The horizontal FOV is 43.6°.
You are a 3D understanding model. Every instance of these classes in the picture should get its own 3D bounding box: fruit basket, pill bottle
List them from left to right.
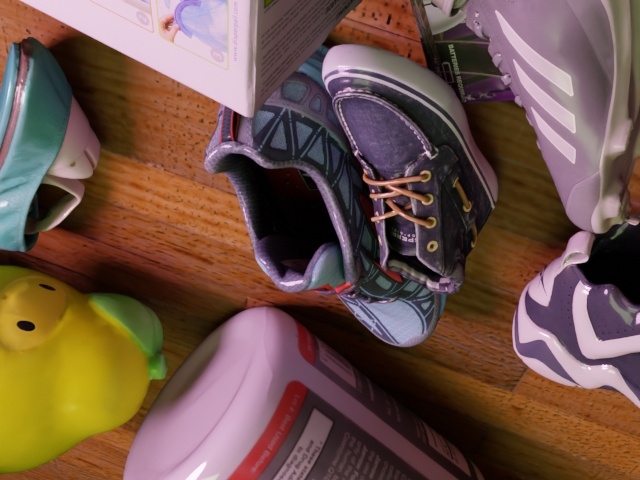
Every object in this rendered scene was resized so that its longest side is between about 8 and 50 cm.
[{"bbox_3d":[-0.338,0.109,0.677,0.392,0.392,0.283,-17,126,38],"label":"fruit basket"},{"bbox_3d":[0.024,0.242,0.728,0.363,0.210,0.210,41,137,-19],"label":"pill bottle"}]

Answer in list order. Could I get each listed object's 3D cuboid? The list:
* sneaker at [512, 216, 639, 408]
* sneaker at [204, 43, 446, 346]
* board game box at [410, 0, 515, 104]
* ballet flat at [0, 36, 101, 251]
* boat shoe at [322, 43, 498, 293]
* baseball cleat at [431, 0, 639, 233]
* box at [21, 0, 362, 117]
[{"bbox_3d":[0.249,0.053,0.502,0.235,0.094,0.153,23,150,16],"label":"sneaker"},{"bbox_3d":[0.000,0.000,0.539,0.104,0.125,0.262,-9,130,34],"label":"sneaker"},{"bbox_3d":[0.111,-0.213,0.318,0.208,0.056,0.346,-4,133,23],"label":"board game box"},{"bbox_3d":[-0.221,-0.064,0.626,0.087,0.083,0.247,13,146,-27],"label":"ballet flat"},{"bbox_3d":[0.052,-0.032,0.464,0.065,0.083,0.183,7,161,36],"label":"boat shoe"},{"bbox_3d":[0.104,-0.095,0.376,0.109,0.072,0.205,15,136,32],"label":"baseball cleat"},{"bbox_3d":[-0.085,-0.166,0.376,0.203,0.114,0.103,28,146,13],"label":"box"}]
